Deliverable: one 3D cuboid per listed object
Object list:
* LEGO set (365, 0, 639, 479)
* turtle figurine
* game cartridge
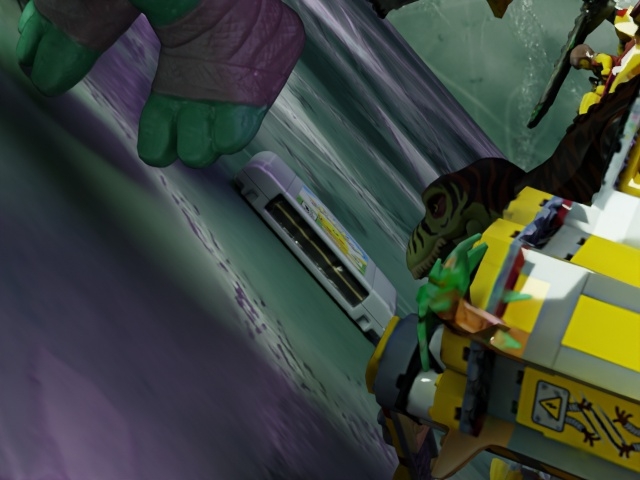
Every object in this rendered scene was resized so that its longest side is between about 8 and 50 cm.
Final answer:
[{"bbox_3d":[0.071,-0.030,0.545,0.192,0.255,0.331,19,-1,22],"label":"LEGO set"},{"bbox_3d":[-0.100,-0.120,0.428,0.234,0.118,0.175,49,7,-40],"label":"turtle figurine"},{"bbox_3d":[0.000,0.000,0.698,0.083,0.017,0.056,49,5,-5],"label":"game cartridge"}]
